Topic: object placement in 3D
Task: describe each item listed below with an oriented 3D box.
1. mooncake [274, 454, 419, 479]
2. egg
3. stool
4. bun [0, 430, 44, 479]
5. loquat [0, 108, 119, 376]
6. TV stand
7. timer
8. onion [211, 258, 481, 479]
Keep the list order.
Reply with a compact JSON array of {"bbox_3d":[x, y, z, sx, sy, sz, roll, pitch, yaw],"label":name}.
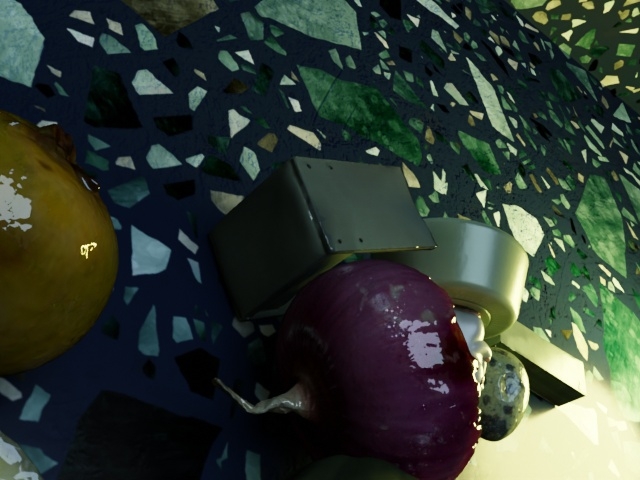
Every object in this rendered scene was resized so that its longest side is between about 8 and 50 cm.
[{"bbox_3d":[0.029,0.443,0.996,0.351,0.351,0.187,58,7,7],"label":"mooncake"},{"bbox_3d":[0.322,0.289,1.561,0.141,0.141,0.181,27,54,-29],"label":"egg"},{"bbox_3d":[0.000,0.000,1.373,0.270,0.244,0.170,-1,63,-46],"label":"stool"},{"bbox_3d":[-0.420,0.322,0.736,0.364,0.202,0.364,19,53,-28],"label":"bun"},{"bbox_3d":[-0.402,0.016,0.928,0.328,0.359,0.328,43,-5,4],"label":"loquat"},{"bbox_3d":[0.444,0.253,1.761,0.269,0.083,0.088,33,44,-24],"label":"TV stand"},{"bbox_3d":[0.223,0.161,1.477,0.291,0.291,0.315,26,56,-30],"label":"timer"},{"bbox_3d":[0.060,0.219,1.212,0.345,0.358,0.358,-31,83,-7],"label":"onion"}]
